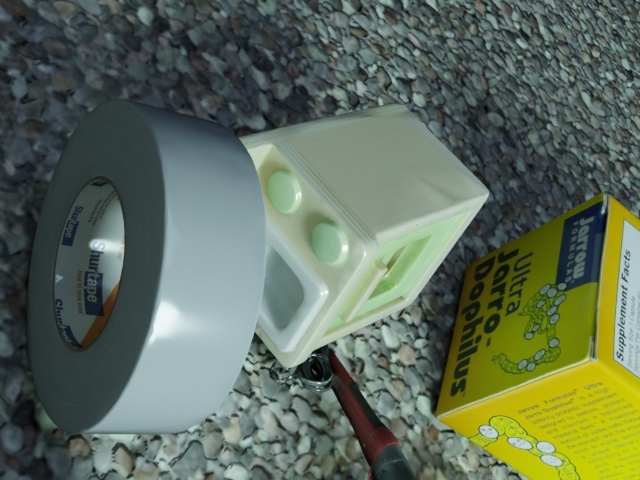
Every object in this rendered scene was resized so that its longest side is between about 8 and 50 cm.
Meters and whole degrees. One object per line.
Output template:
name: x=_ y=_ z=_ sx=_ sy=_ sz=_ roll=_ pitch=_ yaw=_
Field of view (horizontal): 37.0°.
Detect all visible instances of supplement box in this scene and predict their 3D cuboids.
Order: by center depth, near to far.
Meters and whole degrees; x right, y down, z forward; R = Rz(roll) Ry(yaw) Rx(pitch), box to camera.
supplement box: x=0.319 y=0.155 z=0.941 sx=0.356 sy=0.195 sz=0.194 roll=35 pitch=49 yaw=-20

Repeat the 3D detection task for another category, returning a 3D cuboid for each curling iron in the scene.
curling iron: x=0.038 y=0.172 z=0.744 sx=0.068 sy=0.035 sz=0.274 roll=-6 pitch=44 yaw=-34

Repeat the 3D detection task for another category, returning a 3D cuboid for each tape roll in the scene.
tape roll: x=-0.124 y=0.020 z=0.642 sx=0.072 sy=0.219 sz=0.219 roll=9 pitch=61 yaw=-35

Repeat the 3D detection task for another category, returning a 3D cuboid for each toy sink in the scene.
toy sink: x=0.000 y=0.000 z=0.776 sx=0.234 sy=0.153 sz=0.131 roll=-18 pitch=59 yaw=-44
